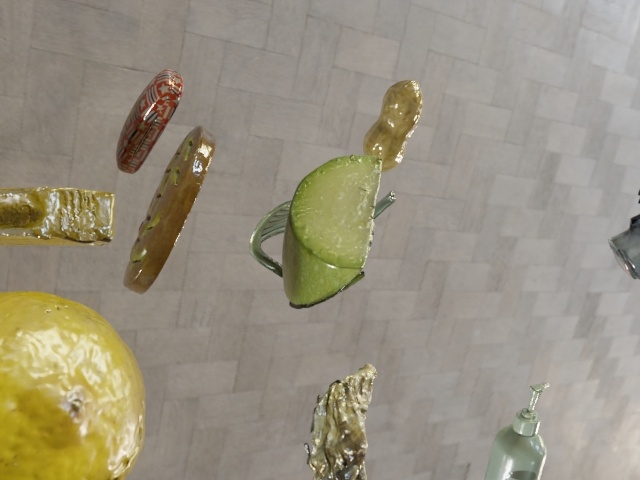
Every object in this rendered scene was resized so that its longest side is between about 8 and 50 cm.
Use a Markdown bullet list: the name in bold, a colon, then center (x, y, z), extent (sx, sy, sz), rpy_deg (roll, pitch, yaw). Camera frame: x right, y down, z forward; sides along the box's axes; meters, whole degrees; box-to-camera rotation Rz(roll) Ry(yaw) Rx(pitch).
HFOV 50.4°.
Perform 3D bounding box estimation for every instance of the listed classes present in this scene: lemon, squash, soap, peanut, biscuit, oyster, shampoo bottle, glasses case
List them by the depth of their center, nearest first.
- **shampoo bottle**: center (0.204, 0.239, 0.717), extent (0.056, 0.056, 0.195), rpy_deg (-7, 114, -33)
- **lemon**: center (-0.329, 0.189, 0.738), extent (0.293, 0.293, 0.293), rpy_deg (-13, 115, -30)
- **squash**: center (-0.017, -0.013, 0.833), extent (0.085, 0.184, 0.192), rpy_deg (32, 48, -22)
- **soap**: center (-0.432, -0.032, 1.006), extent (0.257, 0.160, 0.080), rpy_deg (-1, 86, 6)
- **glasses case**: center (-0.267, -0.184, 1.038), extent (0.049, 0.073, 0.194), rpy_deg (19, 134, -29)
- **peanut**: center (0.128, -0.203, 1.215), extent (0.089, 0.089, 0.193), rpy_deg (-7, 135, -32)
- **oyster**: center (0.064, 0.444, 1.496), extent (0.238, 0.114, 0.352), rpy_deg (29, 69, -62)
- **biscuit**: center (-0.353, -0.072, 1.537), extent (0.070, 0.350, 0.395), rpy_deg (25, 80, -19)

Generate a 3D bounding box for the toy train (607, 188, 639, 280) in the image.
- **toy train**: center (0.478, -0.001, 0.690), extent (0.307, 0.249, 0.173), rpy_deg (-32, 168, 21)

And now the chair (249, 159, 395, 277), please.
- **chair**: center (-0.013, -0.030, 1.404), extent (0.190, 0.274, 0.203), rpy_deg (37, 59, -5)
